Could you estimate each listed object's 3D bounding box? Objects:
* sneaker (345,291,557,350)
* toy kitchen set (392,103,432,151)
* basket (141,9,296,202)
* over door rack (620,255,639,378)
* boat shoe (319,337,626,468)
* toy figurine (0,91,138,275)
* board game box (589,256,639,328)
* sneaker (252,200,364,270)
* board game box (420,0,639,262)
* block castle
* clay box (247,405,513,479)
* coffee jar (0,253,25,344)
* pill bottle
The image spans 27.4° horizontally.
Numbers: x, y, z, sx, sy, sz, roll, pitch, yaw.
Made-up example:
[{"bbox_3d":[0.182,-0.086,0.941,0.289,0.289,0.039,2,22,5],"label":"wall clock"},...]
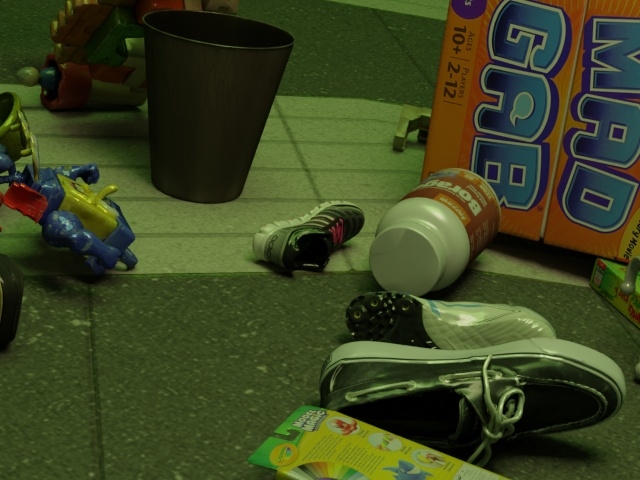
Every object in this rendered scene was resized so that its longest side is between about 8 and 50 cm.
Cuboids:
[{"bbox_3d":[0.145,0.105,1.467,0.237,0.085,0.086,8,-2,3],"label":"sneaker"},{"bbox_3d":[0.163,-0.163,2.105,0.083,0.068,0.075,14,52,6],"label":"toy kitchen set"},{"bbox_3d":[-0.150,-0.178,1.769,0.204,0.227,0.154,4,25,-12],"label":"basket"},{"bbox_3d":[0.492,0.156,1.476,0.240,0.108,0.324,4,39,-15],"label":"over door rack"},{"bbox_3d":[0.152,0.161,1.292,0.306,0.113,0.105,7,31,-3],"label":"boat shoe"},{"bbox_3d":[-0.318,-0.022,1.531,0.217,0.191,0.362,33,5,-27],"label":"toy figurine"},{"bbox_3d":[0.432,0.079,1.671,0.092,0.043,0.181,0,26,-24],"label":"board game box"},{"bbox_3d":[0.000,0.000,1.644,0.170,0.063,0.075,-17,36,-38],"label":"sneaker"},{"bbox_3d":[0.379,-0.207,1.838,0.356,0.356,0.356,14,20,19],"label":"board game box"},{"bbox_3d":[-0.293,-0.404,1.897,0.213,0.453,0.303,1,65,-36],"label":"block castle"},{"bbox_3d":[0.054,0.226,1.176,0.222,0.053,0.127,18,25,19],"label":"clay box"},{"bbox_3d":[-0.382,0.069,1.284,0.184,0.096,0.079,-10,39,-40],"label":"coffee jar"},{"bbox_3d":[0.141,-0.007,1.645,0.121,0.121,0.216,19,25,17],"label":"pill bottle"}]
